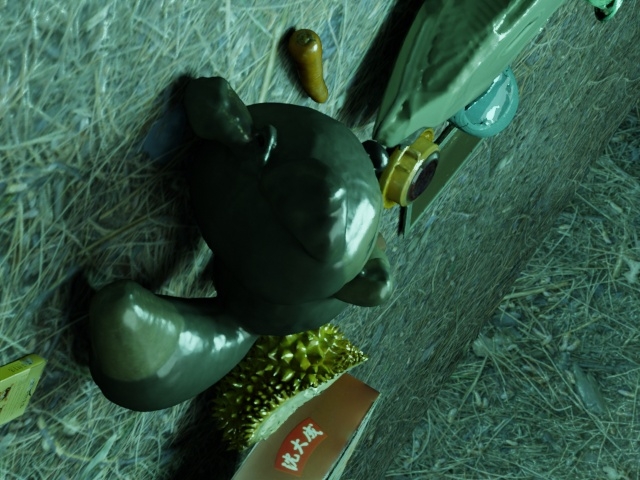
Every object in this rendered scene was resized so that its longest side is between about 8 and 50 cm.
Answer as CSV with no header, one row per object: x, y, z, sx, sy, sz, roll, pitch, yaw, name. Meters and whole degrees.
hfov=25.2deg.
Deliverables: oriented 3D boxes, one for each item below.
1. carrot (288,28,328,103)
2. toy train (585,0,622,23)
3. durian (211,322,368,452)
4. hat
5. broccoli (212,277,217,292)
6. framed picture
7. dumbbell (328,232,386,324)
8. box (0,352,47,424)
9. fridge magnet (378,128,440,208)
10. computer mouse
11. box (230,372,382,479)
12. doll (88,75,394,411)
-0.012,-0.194,1.647,0.037,0.037,0.190,-53,168,-10,carrot
0.389,-0.429,2.053,0.177,0.116,0.285,-61,-165,21,toy train
-0.071,0.195,2.066,0.249,0.138,0.183,-45,-158,7,durian
0.235,-0.236,2.218,0.138,0.078,0.191,-54,146,-5,hat
-0.073,0.043,1.780,0.131,0.130,0.120,-31,125,-40,broccoli
0.221,-0.148,2.450,0.273,0.016,0.216,-49,164,-21,framed picture
0.016,0.073,2.159,0.082,0.092,0.231,7,120,-42,dumbbell
-0.331,0.161,1.425,0.149,0.020,0.073,-22,142,-63,box
0.135,-0.109,2.184,0.143,0.063,0.143,-50,160,-26,fridge magnet
0.205,-0.303,1.877,0.429,0.145,0.228,-48,174,15,computer mouse
-0.078,0.426,2.229,0.344,0.122,0.385,-52,169,-43,box
-0.078,0.028,1.514,0.379,0.252,0.382,-52,157,-15,doll
